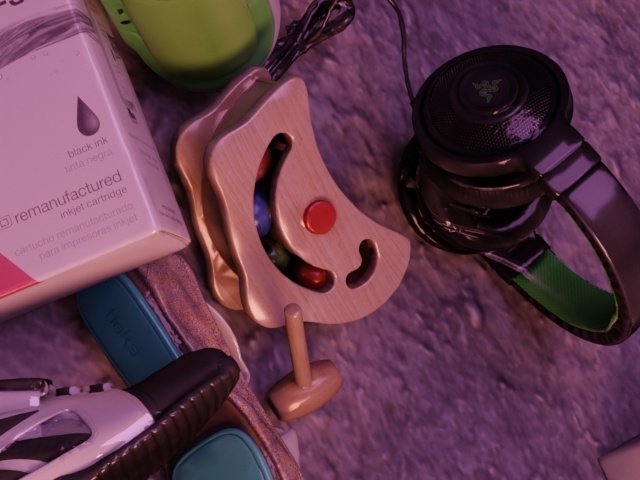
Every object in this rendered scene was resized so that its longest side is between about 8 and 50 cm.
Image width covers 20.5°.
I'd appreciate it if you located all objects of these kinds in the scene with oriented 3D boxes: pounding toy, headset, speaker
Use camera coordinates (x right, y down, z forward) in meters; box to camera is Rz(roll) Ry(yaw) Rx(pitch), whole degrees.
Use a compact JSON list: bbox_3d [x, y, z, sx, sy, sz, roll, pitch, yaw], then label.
[{"bbox_3d":[0.000,0.000,1.402,0.154,0.155,0.269,-24,112,-23],"label":"pounding toy"},{"bbox_3d":[0.116,-0.057,1.485,0.185,0.243,0.394,-38,77,-14],"label":"headset"},{"bbox_3d":[-0.103,-0.206,1.351,0.131,0.296,0.131,-1,78,4],"label":"speaker"}]

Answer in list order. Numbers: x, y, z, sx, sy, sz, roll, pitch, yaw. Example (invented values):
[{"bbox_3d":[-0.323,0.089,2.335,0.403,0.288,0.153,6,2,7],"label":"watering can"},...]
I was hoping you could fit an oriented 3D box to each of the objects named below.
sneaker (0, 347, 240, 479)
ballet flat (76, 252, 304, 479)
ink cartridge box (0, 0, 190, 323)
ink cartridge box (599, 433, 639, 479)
[{"bbox_3d":[-0.217,0.140,1.243,0.330,0.122,0.146,-30,73,-16],"label":"sneaker"},{"bbox_3d":[-0.075,0.140,1.368,0.106,0.107,0.316,-19,82,-59],"label":"ballet flat"},{"bbox_3d":[-0.247,-0.092,1.295,0.207,0.117,0.283,-22,82,4],"label":"ink cartridge box"},{"bbox_3d":[0.424,0.205,1.511,0.198,0.270,0.197,-24,84,-34],"label":"ink cartridge box"}]
